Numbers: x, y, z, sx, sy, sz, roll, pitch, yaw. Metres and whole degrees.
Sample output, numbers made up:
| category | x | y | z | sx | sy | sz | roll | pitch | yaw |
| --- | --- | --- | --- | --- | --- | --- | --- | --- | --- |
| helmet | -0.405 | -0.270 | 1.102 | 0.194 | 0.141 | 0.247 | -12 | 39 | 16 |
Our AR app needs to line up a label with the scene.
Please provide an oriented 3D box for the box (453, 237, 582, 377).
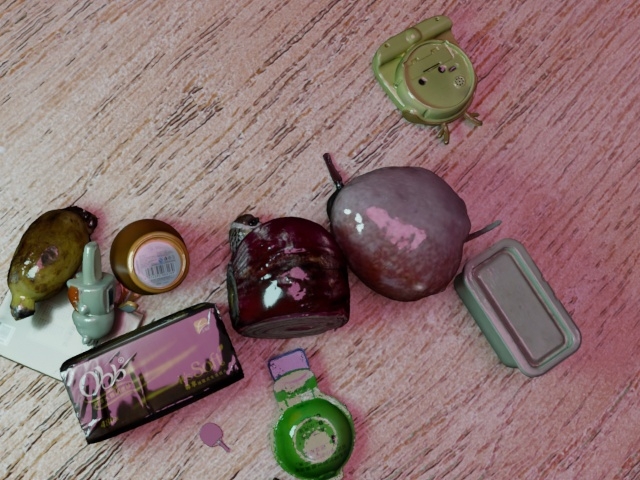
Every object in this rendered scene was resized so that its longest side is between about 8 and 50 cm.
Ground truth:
| category | x | y | z | sx | sy | sz | roll | pitch | yaw |
| --- | --- | --- | --- | --- | --- | --- | --- | --- | --- |
| box | 0.454 | 0.167 | 1.935 | 0.175 | 0.182 | 0.312 | -31 | 86 | -13 |

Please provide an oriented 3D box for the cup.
| category | x | y | z | sx | sy | sz | roll | pitch | yaw |
| --- | --- | --- | --- | --- | --- | --- | --- | --- | --- |
| cup | -0.387 | 0.062 | 1.799 | 0.182 | 0.264 | 0.226 | 28 | 84 | -16 |

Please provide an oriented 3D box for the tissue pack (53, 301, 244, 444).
| category | x | y | z | sx | sy | sz | roll | pitch | yaw |
| --- | --- | --- | --- | --- | --- | --- | --- | --- | --- |
| tissue pack | -0.376 | 0.290 | 1.769 | 0.369 | 0.210 | 0.198 | -23 | 95 | -16 |

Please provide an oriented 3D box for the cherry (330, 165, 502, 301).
| category | x | y | z | sx | sy | sz | roll | pitch | yaw |
| --- | --- | --- | --- | --- | --- | --- | --- | --- | --- |
| cherry | 0.188 | -0.035 | 1.872 | 0.335 | 0.291 | 0.326 | 40 | 59 | -8 |

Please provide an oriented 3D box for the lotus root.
| category | x | y | z | sx | sy | sz | roll | pitch | yaw |
| --- | --- | --- | --- | --- | --- | --- | --- | --- | --- |
| lotus root | -0.611 | 0.038 | 1.794 | 0.141 | 0.169 | 0.314 | 32 | 57 | -14 |

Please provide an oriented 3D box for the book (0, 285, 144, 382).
| category | x | y | z | sx | sy | sz | roll | pitch | yaw |
| --- | --- | --- | --- | --- | --- | --- | --- | --- | --- |
| book | -0.595 | 0.210 | 1.857 | 0.310 | 0.021 | 0.217 | 24 | 76 | -3 |

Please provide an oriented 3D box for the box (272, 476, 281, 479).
| category | x | y | z | sx | sy | sz | roll | pitch | yaw |
| --- | --- | --- | --- | --- | --- | --- | --- | --- | --- |
| box | -0.017 | 0.715 | 1.738 | 0.339 | 0.239 | 0.229 | 33 | 79 | -1 |

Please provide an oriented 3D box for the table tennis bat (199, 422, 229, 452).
| category | x | y | z | sx | sy | sz | roll | pitch | yaw |
| --- | --- | --- | --- | --- | --- | --- | --- | --- | --- |
| table tennis bat | -0.245 | 0.461 | 1.867 | 0.083 | 0.007 | 0.050 | 42 | 76 | 2 |

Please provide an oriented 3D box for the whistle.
| category | x | y | z | sx | sy | sz | roll | pitch | yaw |
| --- | --- | --- | --- | --- | --- | --- | --- | --- | --- |
| whistle | -0.506 | 0.124 | 1.778 | 0.105 | 0.102 | 0.253 | -3 | 115 | -18 |

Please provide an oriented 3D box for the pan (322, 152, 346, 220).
| category | x | y | z | sx | sy | sz | roll | pitch | yaw |
| --- | --- | --- | --- | --- | --- | --- | --- | --- | --- |
| pan | 0.055 | -0.126 | 2.004 | 0.114 | 0.040 | 0.212 | -19 | 83 | -17 |

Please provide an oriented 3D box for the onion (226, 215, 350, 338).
| category | x | y | z | sx | sy | sz | roll | pitch | yaw |
| --- | --- | --- | --- | --- | --- | --- | --- | --- | --- |
| onion | -0.079 | 0.082 | 1.800 | 0.281 | 0.337 | 0.260 | -10 | 75 | -4 |

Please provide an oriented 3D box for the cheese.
| category | x | y | z | sx | sy | sz | roll | pitch | yaw |
| --- | --- | --- | --- | --- | --- | --- | --- | --- | --- |
| cheese | -0.031 | 0.414 | 1.868 | 0.203 | 0.083 | 0.321 | -19 | 85 | -9 |

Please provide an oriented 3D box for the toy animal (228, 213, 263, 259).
| category | x | y | z | sx | sy | sz | roll | pitch | yaw |
| --- | --- | --- | --- | --- | --- | --- | --- | --- | --- |
| toy animal | -0.190 | -0.003 | 1.923 | 0.137 | 0.098 | 0.098 | -37 | 86 | 9 |

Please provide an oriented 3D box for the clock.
| category | x | y | z | sx | sy | sz | roll | pitch | yaw |
| --- | --- | --- | --- | --- | --- | --- | --- | --- | --- |
| clock | 0.296 | -0.405 | 2.063 | 0.235 | 0.096 | 0.308 | -30 | 86 | -13 |
